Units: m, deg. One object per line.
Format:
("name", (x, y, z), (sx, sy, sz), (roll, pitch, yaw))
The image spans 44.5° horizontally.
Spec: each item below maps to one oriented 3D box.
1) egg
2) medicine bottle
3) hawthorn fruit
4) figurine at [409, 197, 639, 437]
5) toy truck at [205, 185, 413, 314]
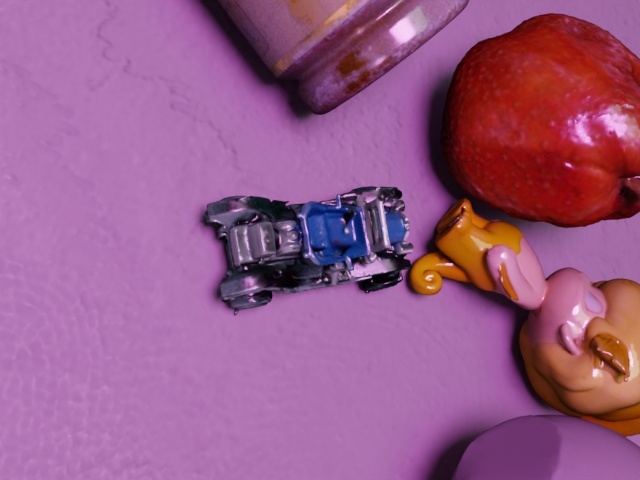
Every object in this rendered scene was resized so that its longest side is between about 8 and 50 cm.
("egg", (0.184, 0.233, 0.546), (0.176, 0.176, 0.232), (-37, 104, -31))
("medicine bottle", (-0.045, -0.254, 0.533), (0.151, 0.151, 0.322), (-44, 102, -30))
("hawthorn fruit", (0.187, -0.086, 0.620), (0.179, 0.173, 0.173), (32, 60, 15))
("figurine", (0.194, 0.062, 0.630), (0.246, 0.131, 0.156), (39, 22, -1))
("toy truck", (0.001, 0.000, 0.548), (0.154, 0.078, 0.080), (-6, 81, -31))
